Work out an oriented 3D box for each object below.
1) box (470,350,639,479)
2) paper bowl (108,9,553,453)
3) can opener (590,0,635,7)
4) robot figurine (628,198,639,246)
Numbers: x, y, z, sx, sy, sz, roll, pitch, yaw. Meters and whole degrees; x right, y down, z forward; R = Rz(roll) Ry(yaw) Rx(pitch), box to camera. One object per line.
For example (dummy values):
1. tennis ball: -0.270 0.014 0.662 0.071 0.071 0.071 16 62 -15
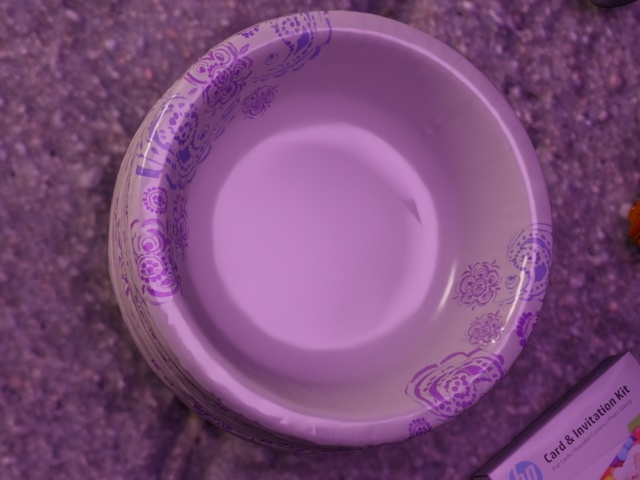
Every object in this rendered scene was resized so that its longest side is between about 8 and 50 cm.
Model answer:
1. box: 0.219 0.195 1.403 0.145 0.038 0.186 -38 92 -19
2. paper bowl: 0.000 0.000 1.312 0.284 0.148 0.284 3 79 -16
3. can opener: 0.289 -0.279 1.496 0.280 0.074 0.093 -35 126 -17
4. robot figurine: 0.382 -0.002 1.417 0.291 0.211 0.085 24 30 -4
